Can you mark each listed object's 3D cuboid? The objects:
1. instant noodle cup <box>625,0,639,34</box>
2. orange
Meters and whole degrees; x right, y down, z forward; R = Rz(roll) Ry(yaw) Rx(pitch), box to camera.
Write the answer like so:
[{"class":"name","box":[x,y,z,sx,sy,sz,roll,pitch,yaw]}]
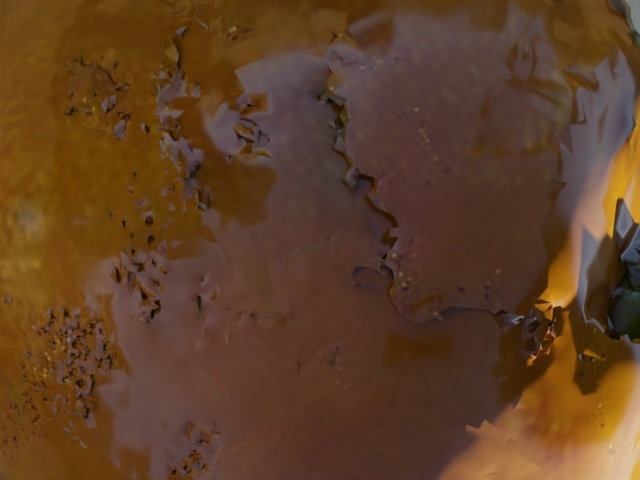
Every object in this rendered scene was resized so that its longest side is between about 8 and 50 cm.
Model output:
[{"class":"instant noodle cup","box":[0.108,-0.127,1.020,0.251,0.190,0.251,2,79,-13]},{"class":"orange","box":[0.000,0.000,0.498,0.240,0.240,0.240,-18,125,-27]}]
